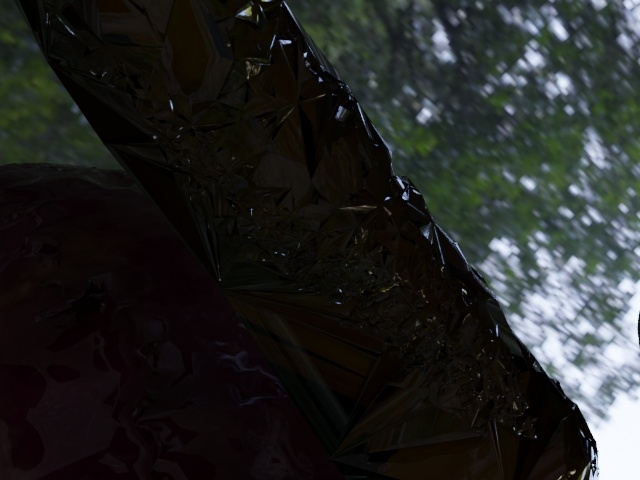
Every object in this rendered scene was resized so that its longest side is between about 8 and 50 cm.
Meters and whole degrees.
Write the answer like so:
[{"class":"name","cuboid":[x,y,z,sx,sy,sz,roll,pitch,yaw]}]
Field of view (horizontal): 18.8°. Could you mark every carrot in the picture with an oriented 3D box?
[{"class":"carrot","cuboid":[0.000,-0.001,0.486,0.069,0.228,0.069,-26,-150,16]}]

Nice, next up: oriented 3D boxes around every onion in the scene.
[{"class":"onion","cuboid":[-0.083,0.163,0.724,0.358,0.345,0.358,-45,-156,27]}]

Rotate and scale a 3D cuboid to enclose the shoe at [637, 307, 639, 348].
[{"class":"shoe","cuboid":[0.214,0.050,0.598,0.251,0.103,0.100,33,-54,30]}]
